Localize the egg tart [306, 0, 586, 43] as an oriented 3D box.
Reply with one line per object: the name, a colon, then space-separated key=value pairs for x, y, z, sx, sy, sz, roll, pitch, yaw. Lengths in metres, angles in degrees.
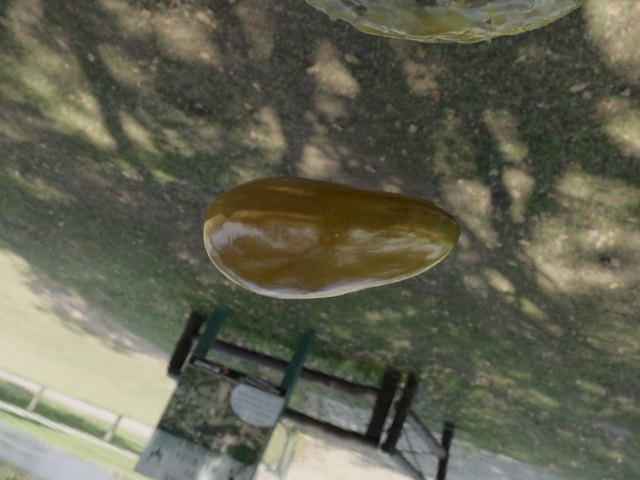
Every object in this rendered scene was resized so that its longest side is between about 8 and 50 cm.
egg tart: x=0.093 y=-0.313 z=0.605 sx=0.351 sy=0.352 sz=0.150 roll=18 pitch=150 yaw=14

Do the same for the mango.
mango: x=0.000 y=0.000 z=0.503 sx=0.184 sy=0.085 sz=0.102 roll=5 pitch=-178 yaw=34
